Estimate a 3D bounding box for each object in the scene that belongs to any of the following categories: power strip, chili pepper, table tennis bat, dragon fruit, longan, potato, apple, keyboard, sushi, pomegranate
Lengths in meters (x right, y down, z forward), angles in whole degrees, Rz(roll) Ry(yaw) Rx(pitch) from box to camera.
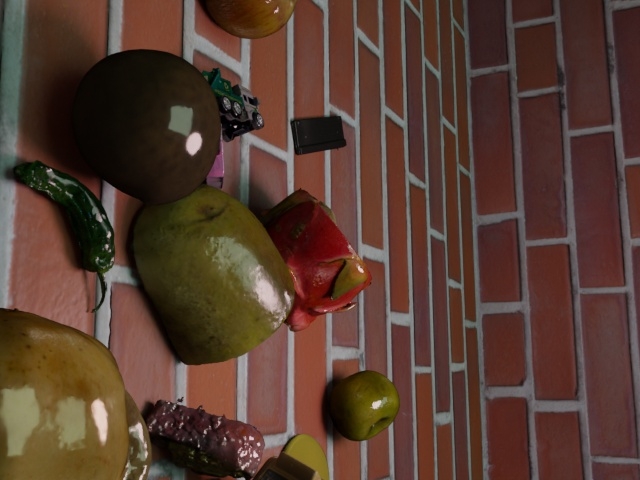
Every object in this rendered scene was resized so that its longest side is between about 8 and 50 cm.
[{"bbox_3d":[-0.210,-0.164,1.487,0.279,0.037,0.109,170,-84,-82],"label":"power strip"},{"bbox_3d":[-0.387,-0.025,1.229,0.122,0.065,0.279,-54,131,-42],"label":"chili pepper"},{"bbox_3d":[-0.010,0.623,1.895,0.369,0.054,0.224,48,42,-44],"label":"table tennis bat"},{"bbox_3d":[-0.044,0.057,1.713,0.305,0.225,0.305,51,-4,4],"label":"dragon fruit"},{"bbox_3d":[-0.284,-0.186,1.260,0.258,0.258,0.258,20,67,-62],"label":"longan"},{"bbox_3d":[-0.193,0.024,1.447,0.280,0.212,0.330,60,34,-42],"label":"potato"},{"bbox_3d":[-0.150,-0.552,1.670,0.211,0.187,0.211,-2,90,-66],"label":"apple"},{"bbox_3d":[0.000,-0.292,2.116,0.309,0.018,0.101,-24,106,-63],"label":"keyboard"},{"bbox_3d":[0.113,0.438,2.027,0.157,0.196,0.196,56,14,28],"label":"apple"},{"bbox_3d":[-0.202,0.375,1.415,0.241,0.161,0.108,56,40,-46],"label":"sushi"},{"bbox_3d":[-0.391,0.230,0.893,0.332,0.332,0.333,20,67,-62],"label":"pomegranate"}]

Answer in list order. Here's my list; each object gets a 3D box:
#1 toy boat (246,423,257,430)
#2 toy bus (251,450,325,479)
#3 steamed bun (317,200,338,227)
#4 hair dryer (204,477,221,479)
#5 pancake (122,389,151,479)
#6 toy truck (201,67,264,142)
[{"bbox_3d":[-0.163,0.427,1.633,0.083,0.038,0.038,-45,125,-58],"label":"toy boat"},{"bbox_3d":[-0.107,0.585,1.423,0.365,0.176,0.202,-51,145,-29],"label":"toy bus"},{"bbox_3d":[0.000,0.000,1.941,0.177,0.106,0.192,179,-105,-87],"label":"steamed bun"},{"bbox_3d":[-0.241,0.563,1.450,0.183,0.044,0.155,-19,102,-58],"label":"hair dryer"},{"bbox_3d":[-0.366,0.369,1.212,0.294,0.049,0.295,15,73,-63],"label":"pancake"},{"bbox_3d":[-0.211,-0.289,1.592,0.216,0.110,0.116,8,67,-63],"label":"toy truck"}]
